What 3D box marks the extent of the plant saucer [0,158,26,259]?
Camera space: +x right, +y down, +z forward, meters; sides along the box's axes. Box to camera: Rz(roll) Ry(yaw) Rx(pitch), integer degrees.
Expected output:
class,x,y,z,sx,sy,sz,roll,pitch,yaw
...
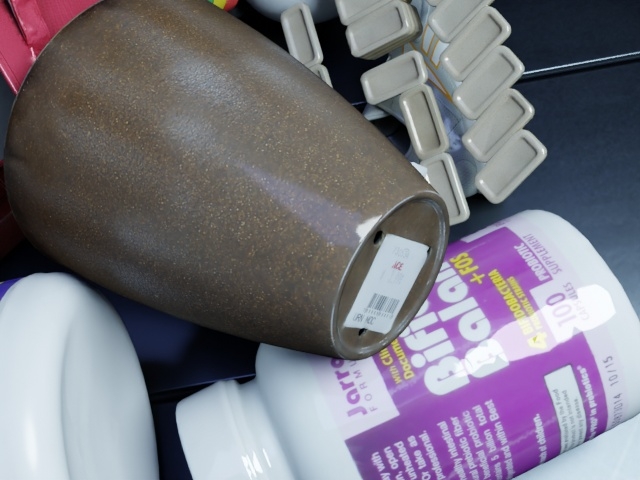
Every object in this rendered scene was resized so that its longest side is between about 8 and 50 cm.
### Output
class,x,y,z,sx,sy,sz,roll,pitch,yaw
plant saucer,-0.396,-0.048,0.660,0.258,0.048,0.259,-43,108,-11

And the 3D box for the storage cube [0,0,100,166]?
class,x,y,z,sx,sy,sz,roll,pitch,yaw
storage cube,-0.235,-0.167,0.606,0.193,0.215,0.183,-41,109,-45

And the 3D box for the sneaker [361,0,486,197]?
class,x,y,z,sx,sy,sz,roll,pitch,yaw
sneaker,0.086,-0.151,0.714,0.121,0.099,0.262,-14,65,5

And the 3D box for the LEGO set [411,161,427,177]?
class,x,y,z,sx,sy,sz,roll,pitch,yaw
LEGO set,0.000,0.000,0.637,0.227,0.087,0.093,-2,79,41

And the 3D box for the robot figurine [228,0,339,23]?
class,x,y,z,sx,sy,sz,roll,pitch,yaw
robot figurine,-0.040,-0.343,0.769,0.174,0.209,0.278,-20,66,-20

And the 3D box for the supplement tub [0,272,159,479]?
class,x,y,z,sx,sy,sz,roll,pitch,yaw
supplement tub,-0.301,0.166,0.534,0.331,0.241,0.241,-12,66,1

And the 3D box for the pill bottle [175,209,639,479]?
class,x,y,z,sx,sy,sz,roll,pitch,yaw
pill bottle,0.059,0.109,0.560,0.302,0.169,0.169,-25,66,-5

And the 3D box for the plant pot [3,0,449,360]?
class,x,y,z,sx,sy,sz,roll,pitch,yaw
plant pot,-0.042,-0.025,0.500,0.230,0.215,0.215,30,72,32

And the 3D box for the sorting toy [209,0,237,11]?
class,x,y,z,sx,sy,sz,roll,pitch,yaw
sorting toy,-0.171,-0.317,0.710,0.089,0.255,0.257,-27,44,-31

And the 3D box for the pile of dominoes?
class,x,y,z,sx,sy,sz,roll,pitch,yaw
pile of dominoes,0.077,-0.130,0.651,0.196,0.040,0.251,-20,85,35
